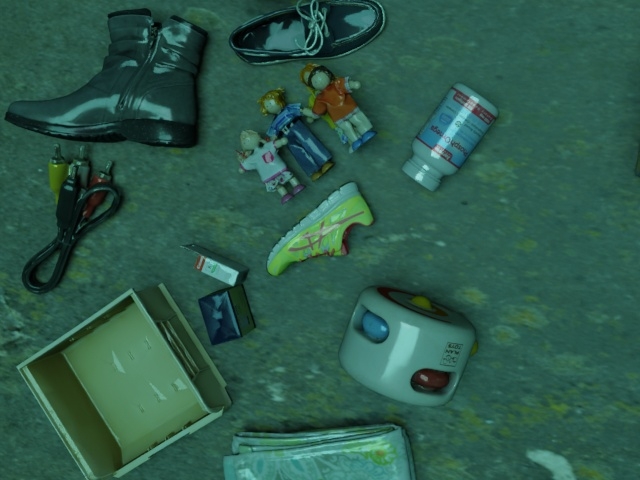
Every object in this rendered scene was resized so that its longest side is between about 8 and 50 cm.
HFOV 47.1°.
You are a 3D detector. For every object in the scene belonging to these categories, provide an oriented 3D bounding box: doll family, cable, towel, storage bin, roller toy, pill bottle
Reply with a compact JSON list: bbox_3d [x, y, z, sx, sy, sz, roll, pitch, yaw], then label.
[{"bbox_3d":[-0.022,-0.190,1.196,0.263,0.118,0.163,-35,94,31],"label":"doll family"},{"bbox_3d":[-0.447,-0.027,1.332,0.139,0.072,0.287,19,112,-7],"label":"cable"},{"bbox_3d":[0.014,0.499,1.251,0.320,0.090,0.374,-8,94,13],"label":"towel"},{"bbox_3d":[-0.334,0.252,1.284,0.262,0.123,0.260,-33,87,13],"label":"storage bin"},{"bbox_3d":[0.138,0.155,1.138,0.209,0.191,0.146,21,98,10],"label":"roller toy"},{"bbox_3d":[0.199,-0.159,1.149,0.087,0.087,0.160,36,102,7],"label":"pill bottle"}]

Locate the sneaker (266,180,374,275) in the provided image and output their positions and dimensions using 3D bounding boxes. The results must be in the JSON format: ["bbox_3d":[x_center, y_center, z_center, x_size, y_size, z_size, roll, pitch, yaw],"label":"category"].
[{"bbox_3d":[0.000,0.000,1.211,0.208,0.081,0.094,-40,88,12],"label":"sneaker"}]

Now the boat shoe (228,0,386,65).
[{"bbox_3d":[-0.023,-0.341,1.183,0.254,0.079,0.095,-4,94,12],"label":"boat shoe"}]

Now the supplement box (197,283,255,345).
[{"bbox_3d":[-0.159,0.125,1.254,0.056,0.083,0.083,-16,92,13],"label":"supplement box"}]

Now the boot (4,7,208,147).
[{"bbox_3d":[-0.362,-0.280,1.257,0.338,0.118,0.223,4,93,1],"label":"boot"}]

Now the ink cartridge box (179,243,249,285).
[{"bbox_3d":[-0.186,0.041,1.262,0.115,0.063,0.029,23,97,10],"label":"ink cartridge box"}]

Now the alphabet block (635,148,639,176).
[{"bbox_3d":[0.568,-0.172,1.018,0.193,0.192,0.197,8,98,9],"label":"alphabet block"}]
